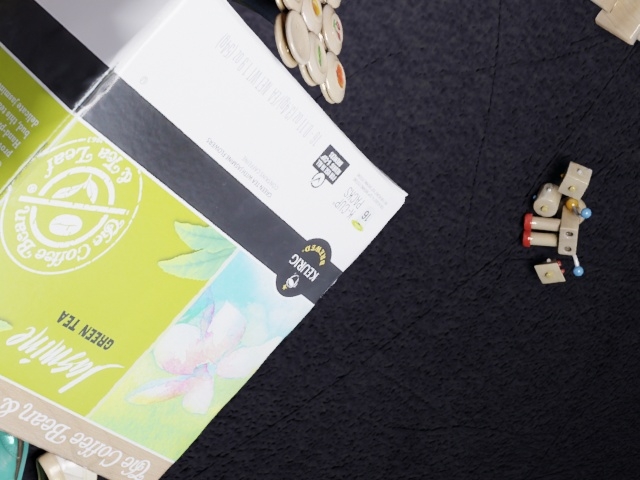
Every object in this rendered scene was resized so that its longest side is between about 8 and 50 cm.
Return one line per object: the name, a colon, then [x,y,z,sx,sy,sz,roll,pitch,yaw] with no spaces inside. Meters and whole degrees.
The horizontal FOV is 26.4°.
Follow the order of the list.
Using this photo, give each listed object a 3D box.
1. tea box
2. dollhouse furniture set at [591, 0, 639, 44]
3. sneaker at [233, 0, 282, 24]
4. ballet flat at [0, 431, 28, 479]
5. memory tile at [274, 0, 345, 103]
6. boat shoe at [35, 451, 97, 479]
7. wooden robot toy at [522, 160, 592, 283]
tea box: [-0.167,-0.034,1.002,0.323,0.220,0.329,-48,143,1]
dollhouse furniture set: [0.459,-0.269,1.302,0.174,0.355,0.303,17,110,-50]
sneaker: [-0.093,-0.253,0.918,0.111,0.121,0.300,-40,139,16]
ballet flat: [-0.313,0.241,1.235,0.087,0.083,0.247,0,126,-16]
memory tile: [-0.008,-0.176,0.940,0.012,0.148,0.113,-9,162,21]
boat shoe: [-0.254,0.266,1.320,0.059,0.063,0.170,-14,122,-33]
wooden robot toy: [0.281,-0.032,1.596,0.079,0.076,0.173,-64,160,-44]
